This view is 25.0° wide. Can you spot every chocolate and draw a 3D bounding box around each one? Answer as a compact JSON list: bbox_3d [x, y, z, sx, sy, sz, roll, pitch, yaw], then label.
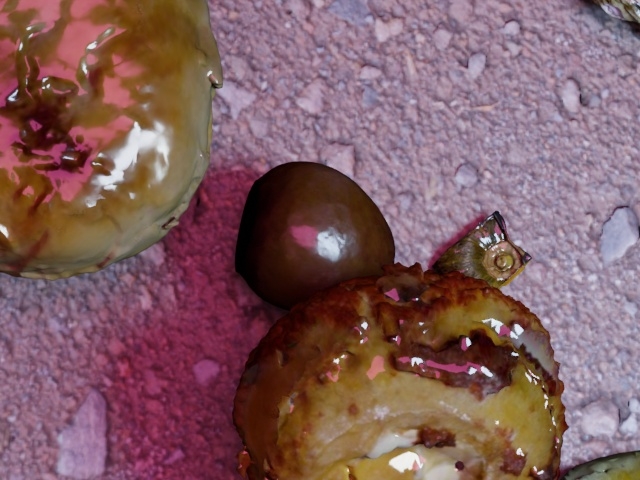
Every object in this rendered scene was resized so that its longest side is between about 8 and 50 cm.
[{"bbox_3d":[0.000,0.000,1.472,0.176,0.177,0.177,2,76,-9],"label":"chocolate"}]

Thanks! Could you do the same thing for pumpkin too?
[{"bbox_3d":[0.175,0.024,1.565,0.101,0.035,0.073,-35,73,-13],"label":"pumpkin"}]

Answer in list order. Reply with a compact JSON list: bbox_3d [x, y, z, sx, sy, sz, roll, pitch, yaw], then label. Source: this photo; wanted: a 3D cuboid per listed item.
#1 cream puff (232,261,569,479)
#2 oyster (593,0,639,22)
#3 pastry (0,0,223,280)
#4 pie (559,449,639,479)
[{"bbox_3d":[0.079,0.170,1.399,0.350,0.229,0.351,-2,116,-4],"label":"cream puff"},{"bbox_3d":[0.353,-0.306,1.664,0.163,0.081,0.191,18,56,-30],"label":"oyster"},{"bbox_3d":[-0.297,-0.149,1.412,0.409,0.245,0.410,2,79,-9],"label":"pastry"},{"bbox_3d":[0.370,0.392,1.486,0.371,0.078,0.296,41,75,1],"label":"pie"}]
